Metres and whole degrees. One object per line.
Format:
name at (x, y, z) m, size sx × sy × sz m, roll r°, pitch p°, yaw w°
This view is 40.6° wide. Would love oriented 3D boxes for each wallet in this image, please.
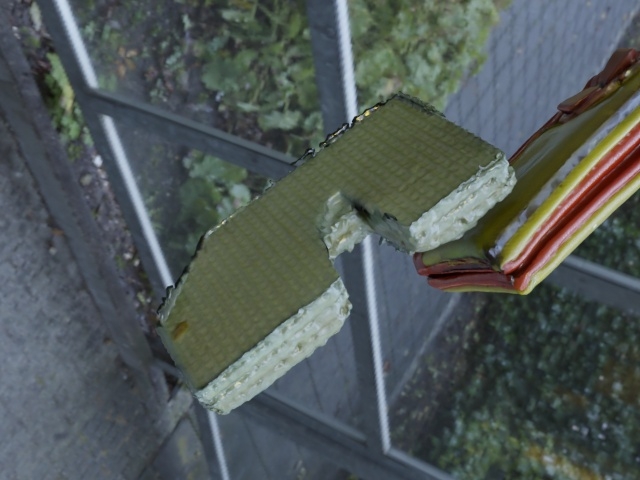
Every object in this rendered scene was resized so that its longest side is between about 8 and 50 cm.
wallet at (0.175, -0.056, 0.629) m, size 0.241 × 0.067 × 0.141 m, roll -42°, pitch -170°, yaw -16°

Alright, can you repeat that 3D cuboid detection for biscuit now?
biscuit at (0.000, 0.000, 0.580) m, size 0.250 × 0.147 × 0.046 m, roll -37°, pitch 126°, yaw -9°
